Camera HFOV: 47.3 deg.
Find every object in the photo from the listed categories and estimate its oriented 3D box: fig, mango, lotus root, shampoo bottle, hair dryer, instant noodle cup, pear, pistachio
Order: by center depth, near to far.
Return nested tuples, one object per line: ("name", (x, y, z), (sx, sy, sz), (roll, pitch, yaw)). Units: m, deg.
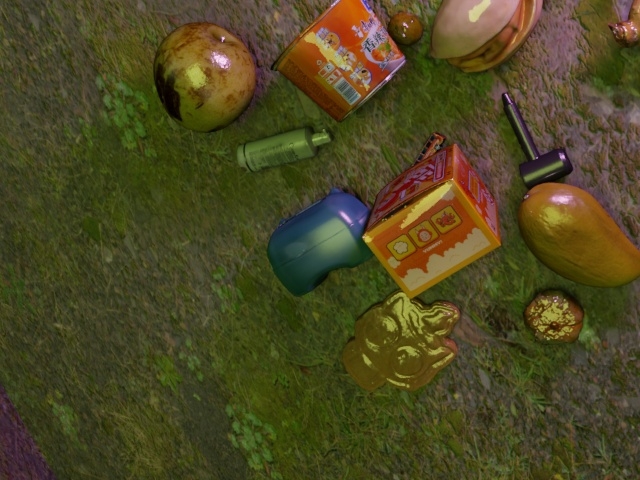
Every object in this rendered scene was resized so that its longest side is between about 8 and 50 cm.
("lotus root", (0.785, -0.501, 1.579), (0.303, 0.131, 0.146), (-22, 73, 22))
("pistachio", (0.382, -0.535, 1.671), (0.230, 0.230, 0.309), (36, 116, 7))
("mango", (0.613, -0.002, 1.765), (0.195, 0.142, 0.332), (-39, 97, 29))
("instant noodle cup", (0.054, -0.435, 1.774), (0.296, 0.296, 0.214), (-39, 98, 23))
("hair dryer", (0.514, -0.255, 1.781), (0.114, 0.070, 0.248), (-24, 87, 24))
("fig", (0.201, -0.519, 1.787), (0.082, 0.098, 0.084), (-28, 83, 24))
("pear", (-0.303, -0.419, 1.896), (0.283, 0.283, 0.284), (5, 106, 17))
("shampoo bottle", (-0.094, -0.249, 1.965), (0.262, 0.085, 0.085), (-12, 100, 20))

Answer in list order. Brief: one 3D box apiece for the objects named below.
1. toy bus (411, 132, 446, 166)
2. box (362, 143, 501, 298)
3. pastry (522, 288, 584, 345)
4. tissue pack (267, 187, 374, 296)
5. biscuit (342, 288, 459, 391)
("toy bus", (0.278, -0.226, 1.876), (0.043, 0.031, 0.110), (37, 113, 13))
("box", (0.270, -0.056, 1.773), (0.259, 0.283, 0.214), (-35, 104, 22))
("pastry", (0.593, 0.196, 1.857), (0.153, 0.081, 0.153), (2, 95, 20))
("tissue pack", (0.000, 0.000, 1.938), (0.287, 0.198, 0.206), (-31, 95, 25))
("biscuit", (0.225, 0.288, 2.023), (0.376, 0.051, 0.269), (-38, 92, 23))
